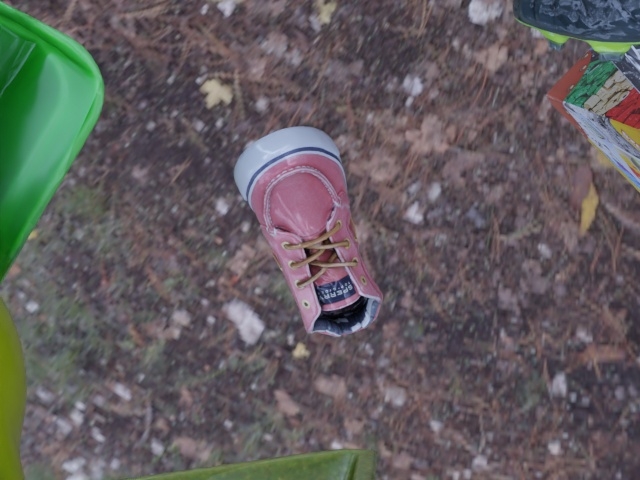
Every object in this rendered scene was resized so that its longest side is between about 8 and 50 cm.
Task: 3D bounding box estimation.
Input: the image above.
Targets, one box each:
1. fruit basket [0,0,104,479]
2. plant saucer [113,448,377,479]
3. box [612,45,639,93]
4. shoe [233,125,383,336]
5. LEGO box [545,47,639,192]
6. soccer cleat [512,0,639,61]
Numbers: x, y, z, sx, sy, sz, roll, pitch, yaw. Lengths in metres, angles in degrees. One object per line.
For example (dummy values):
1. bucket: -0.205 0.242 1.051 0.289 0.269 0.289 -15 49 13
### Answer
1. fruit basket: -0.270 0.030 0.604 0.283 0.392 0.392 28 119 -21
2. plant saucer: -0.077 0.107 0.317 0.188 0.188 0.045 -9 95 5
3. box: 0.242 -0.125 0.674 0.183 0.056 0.231 45 160 -16
4. shoe: 0.000 0.000 0.783 0.063 0.178 0.081 -24 68 -1
5. LEGO box: 0.468 0.001 1.080 0.500 0.372 0.193 43 95 -12
6. soccer cleat: 0.152 -0.106 0.479 0.179 0.060 0.072 6 116 38
